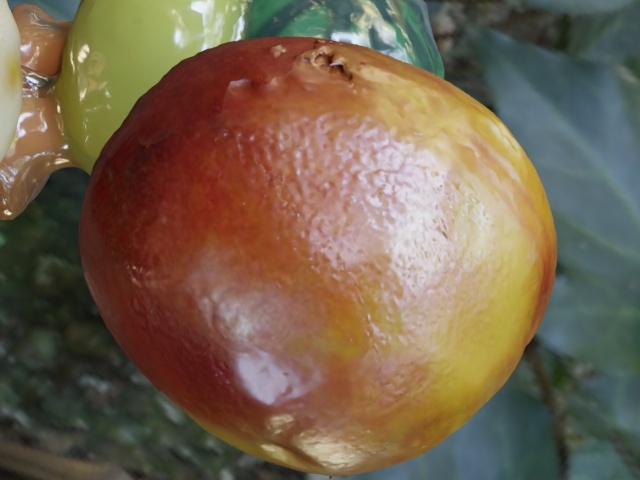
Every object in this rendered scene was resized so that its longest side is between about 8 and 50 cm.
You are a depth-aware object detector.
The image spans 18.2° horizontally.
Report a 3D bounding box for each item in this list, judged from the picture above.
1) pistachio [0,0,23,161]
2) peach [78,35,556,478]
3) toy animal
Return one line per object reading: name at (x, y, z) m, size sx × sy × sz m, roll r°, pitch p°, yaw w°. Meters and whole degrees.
pistachio at (-0.295, -0.056, 1.098) m, size 0.238 × 0.229 × 0.321 m, roll 42°, pitch 66°, yaw -18°
peach at (0.000, 0.000, 1.182) m, size 0.238 × 0.281 × 0.281 m, roll -69°, pitch 163°, yaw -60°
toy animal at (-0.078, -0.126, 1.452) m, size 0.338 × 0.216 × 0.191 m, roll -1°, pitch 128°, yaw 1°
